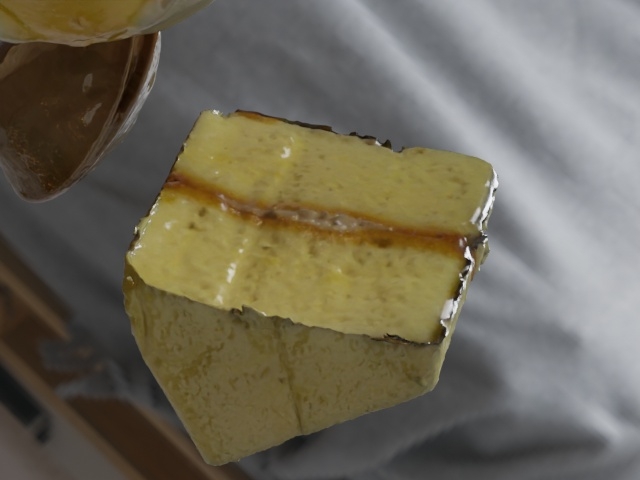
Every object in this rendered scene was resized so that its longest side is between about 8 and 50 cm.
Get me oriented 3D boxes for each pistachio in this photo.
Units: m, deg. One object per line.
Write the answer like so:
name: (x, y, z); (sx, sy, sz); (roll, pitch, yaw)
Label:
pistachio: (-0.244, -0.150, 1.936); (0.163, 0.213, 0.260); (3, 165, -34)

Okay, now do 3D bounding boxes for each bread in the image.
bread: (0.000, 0.000, 1.499); (0.236, 0.198, 0.263); (-15, -149, 26)

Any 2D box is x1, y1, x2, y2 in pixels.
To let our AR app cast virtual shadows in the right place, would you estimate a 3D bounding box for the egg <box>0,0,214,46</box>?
egg: (-0.140, -0.279, 1.005); (0.283, 0.283, 0.345); (-31, 125, -41)
